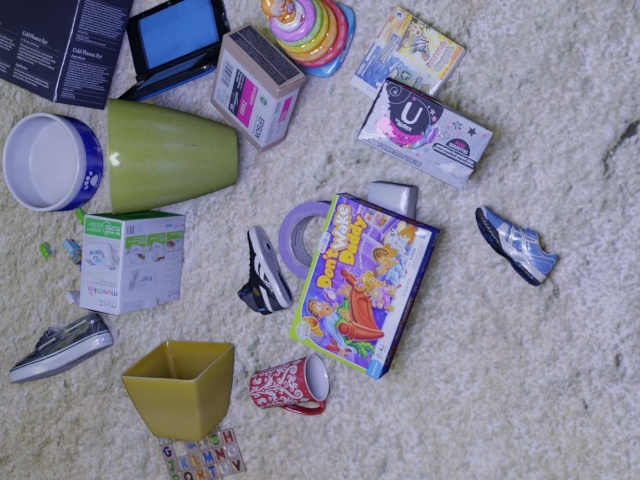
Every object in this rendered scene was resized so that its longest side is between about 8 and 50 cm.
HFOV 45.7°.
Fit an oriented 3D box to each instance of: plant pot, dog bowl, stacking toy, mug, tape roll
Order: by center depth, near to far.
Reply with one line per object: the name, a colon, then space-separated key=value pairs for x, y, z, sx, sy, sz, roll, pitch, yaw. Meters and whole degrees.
stacking toy: x=-0.052 y=-0.481 z=1.658 sx=0.166 sy=0.302 sz=0.175 roll=24 pitch=97 yaw=19
tape roll: x=0.000 y=0.000 z=1.802 sx=0.189 sy=0.080 sz=0.189 roll=2 pitch=94 yaw=21
plant pot: x=-0.350 y=-0.200 z=1.820 sx=0.293 sy=0.275 sz=0.275 roll=-1 pitch=95 yaw=-11
mug: x=-0.075 y=0.367 z=1.850 sx=0.169 sy=0.113 sz=0.150 roll=-17 pitch=86 yaw=26
plant pot: x=-0.343 y=0.383 z=1.916 sx=0.212 sy=0.212 sz=0.187 roll=0 pitch=107 yaw=22
dog bowl: x=-0.724 y=-0.210 z=2.056 sx=0.265 sy=0.104 sz=0.265 roll=1 pitch=93 yaw=23
stacking toy: x=-0.661 y=0.047 z=2.088 sx=0.167 sy=0.052 sz=0.221 roll=-39 pitch=73 yaw=11

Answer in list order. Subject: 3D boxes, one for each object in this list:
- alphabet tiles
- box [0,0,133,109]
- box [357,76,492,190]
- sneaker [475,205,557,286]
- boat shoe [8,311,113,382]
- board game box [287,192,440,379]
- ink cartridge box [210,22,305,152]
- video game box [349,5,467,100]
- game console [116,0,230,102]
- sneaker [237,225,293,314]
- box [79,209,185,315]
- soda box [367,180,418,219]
alphabet tiles: x=-0.315 y=0.579 z=2.017 sx=0.237 sy=0.009 sz=0.198 roll=-19 pitch=87 yaw=23
box: x=-0.694 y=-0.543 z=1.961 sx=0.343 sy=0.179 sz=0.312 roll=26 pitch=105 yaw=26
box: x=0.219 y=-0.232 z=1.613 sx=0.247 sy=0.163 sz=0.142 roll=25 pitch=105 yaw=-1
sneaker: x=0.419 y=0.000 z=1.645 sx=0.081 sy=0.080 sz=0.211 roll=-41 pitch=79 yaw=-2
boat shoe: x=-0.728 y=0.297 z=2.115 sx=0.335 sy=0.121 sz=0.119 roll=-25 pitch=77 yaw=11
board game box: x=0.092 y=0.097 z=1.675 sx=0.233 sy=0.078 sz=0.347 roll=23 pitch=103 yaw=20
ink cartridge box: x=-0.152 y=-0.350 z=1.764 sx=0.193 sy=0.088 sz=0.235 roll=46 pitch=148 yaw=14
video game box: x=0.194 y=-0.389 z=1.708 sx=0.187 sy=0.048 sz=0.205 roll=36 pitch=107 yaw=12
game console: x=-0.378 y=-0.482 z=1.870 sx=0.293 sy=0.250 sz=0.173 roll=-16 pitch=115 yaw=23
sneaker: x=-0.165 y=0.083 z=1.875 sx=0.121 sy=0.079 sz=0.217 roll=-24 pitch=87 yaw=21
box: x=-0.461 y=0.048 z=1.894 sx=0.127 sy=0.262 sz=0.231 roll=9 pitch=99 yaw=22
soda box: x=0.152 y=0.011 z=1.735 sx=0.098 sy=0.091 sz=0.286 roll=10 pitch=99 yaw=21
